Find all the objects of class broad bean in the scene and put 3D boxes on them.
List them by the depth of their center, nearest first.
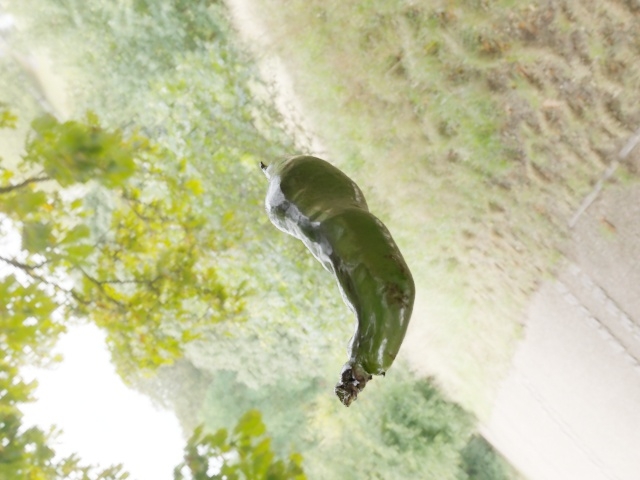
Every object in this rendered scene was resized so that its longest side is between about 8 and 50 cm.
[{"bbox_3d":[0.007,-0.003,0.419,0.046,0.061,0.195,40,-159,-41],"label":"broad bean"}]
